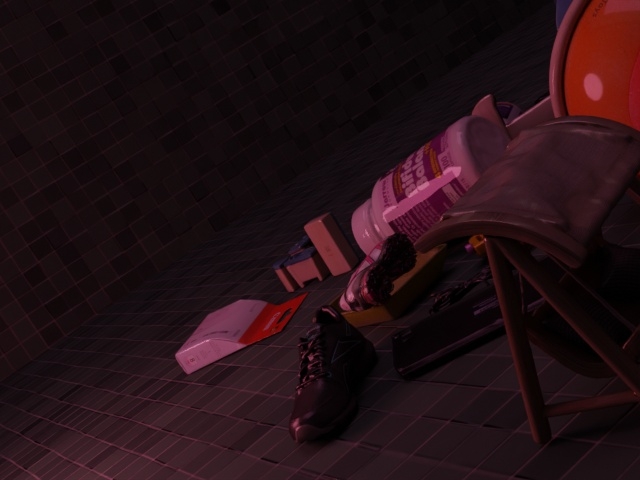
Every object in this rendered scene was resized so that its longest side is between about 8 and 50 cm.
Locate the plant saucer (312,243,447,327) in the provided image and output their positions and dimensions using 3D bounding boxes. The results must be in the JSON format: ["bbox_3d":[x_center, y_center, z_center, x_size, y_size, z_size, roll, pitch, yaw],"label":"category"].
[{"bbox_3d":[0.107,0.086,1.733,0.188,0.045,0.188,-17,18,50],"label":"plant saucer"}]

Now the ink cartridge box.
[{"bbox_3d":[-0.156,0.164,2.086,0.232,0.066,0.189,-31,10,25],"label":"ink cartridge box"}]

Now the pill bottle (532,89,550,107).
[{"bbox_3d":[0.519,-0.276,2.028,0.219,0.122,0.123,-37,12,-29],"label":"pill bottle"}]

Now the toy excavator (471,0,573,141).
[{"bbox_3d":[0.481,-0.361,1.842,0.433,0.444,0.222,0,4,14],"label":"toy excavator"}]

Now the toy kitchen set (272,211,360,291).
[{"bbox_3d":[0.000,0.000,2.204,0.207,0.122,0.166,-21,15,41],"label":"toy kitchen set"}]

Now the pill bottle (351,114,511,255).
[{"bbox_3d":[0.197,-0.077,1.843,0.301,0.169,0.169,-36,6,38],"label":"pill bottle"}]

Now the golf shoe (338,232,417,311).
[{"bbox_3d":[0.088,0.047,1.658,0.086,0.067,0.186,-24,13,39],"label":"golf shoe"}]

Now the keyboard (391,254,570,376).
[{"bbox_3d":[0.239,0.081,1.442,0.317,0.033,0.201,-28,18,13],"label":"keyboard"}]

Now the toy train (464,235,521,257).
[{"bbox_3d":[0.298,-0.011,1.663,0.125,0.046,0.166,-24,16,28],"label":"toy train"}]

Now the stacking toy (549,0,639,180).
[{"bbox_3d":[0.531,-0.171,1.278,0.351,0.350,0.480,-32,29,-2],"label":"stacking toy"}]

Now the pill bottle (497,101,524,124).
[{"bbox_3d":[0.372,-0.216,2.199,0.108,0.108,0.193,-26,12,25],"label":"pill bottle"}]

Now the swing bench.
[{"bbox_3d":[0.263,0.021,1.048,0.165,0.254,0.253,-21,15,42],"label":"swing bench"}]

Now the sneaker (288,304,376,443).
[{"bbox_3d":[-0.002,0.182,1.450,0.101,0.106,0.267,-26,13,21],"label":"sneaker"}]
